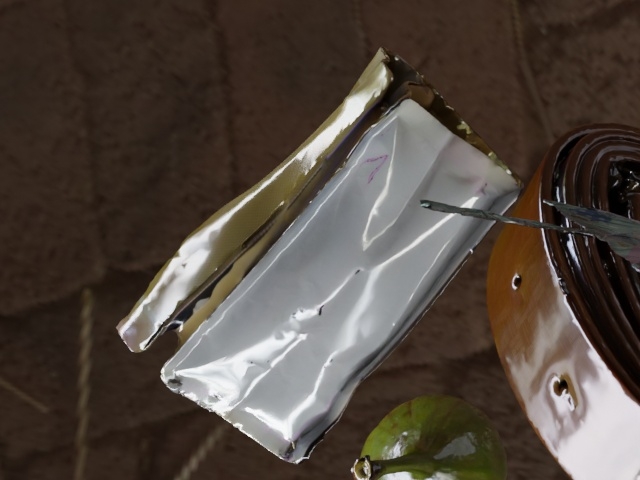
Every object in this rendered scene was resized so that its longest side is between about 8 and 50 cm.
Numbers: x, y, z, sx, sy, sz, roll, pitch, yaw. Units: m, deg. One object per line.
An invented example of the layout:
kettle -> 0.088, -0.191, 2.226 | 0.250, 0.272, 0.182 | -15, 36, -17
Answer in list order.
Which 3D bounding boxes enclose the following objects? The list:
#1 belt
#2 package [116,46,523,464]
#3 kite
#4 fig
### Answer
belt -> 0.208, 0.051, 1.143 | 0.105, 0.184, 0.261 | 116, 151, -44
package -> -0.020, -0.011, 1.535 | 0.311, 0.165, 0.221 | -50, 41, 12
kite -> 0.119, -0.002, 0.809 | 0.153, 0.137, 0.005 | 6, 103, -17
fig -> 0.095, 0.205, 1.806 | 0.151, 0.259, 0.151 | -5, 70, 15
